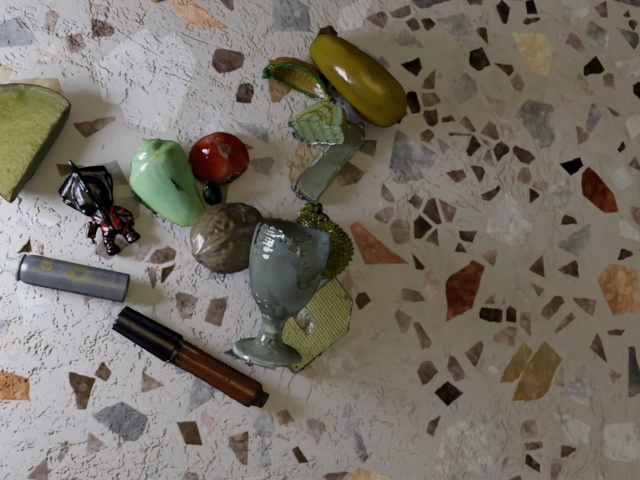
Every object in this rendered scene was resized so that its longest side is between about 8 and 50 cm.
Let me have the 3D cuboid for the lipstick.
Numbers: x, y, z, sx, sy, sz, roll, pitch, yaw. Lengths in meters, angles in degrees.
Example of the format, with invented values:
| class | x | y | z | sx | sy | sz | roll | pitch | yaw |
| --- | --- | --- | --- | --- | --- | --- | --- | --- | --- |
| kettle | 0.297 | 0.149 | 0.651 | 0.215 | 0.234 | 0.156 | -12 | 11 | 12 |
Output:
| class | x | y | z | sx | sy | sz | roll | pitch | yaw |
| --- | --- | --- | --- | --- | --- | --- | --- | --- | --- |
| lipstick | -0.313 | 0.293 | 1.586 | 0.418 | 0.077 | 0.077 | 32 | 74 | -9 |

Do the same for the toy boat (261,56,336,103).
| class | x | y | z | sx | sy | sz | roll | pitch | yaw |
| --- | --- | --- | --- | --- | --- | --- | --- | --- | --- |
| toy boat | -0.052 | -0.434 | 1.767 | 0.230 | 0.089 | 0.088 | 19 | 61 | -22 |

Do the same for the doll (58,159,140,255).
| class | x | y | z | sx | sy | sz | roll | pitch | yaw |
| --- | --- | --- | --- | --- | --- | --- | --- | --- | --- |
| doll | -0.548 | -0.086 | 1.590 | 0.127 | 0.088 | 0.248 | -42 | 103 | -37 |

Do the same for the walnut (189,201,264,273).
| class | x | y | z | sx | sy | sz | roll | pitch | yaw |
| --- | --- | --- | --- | --- | --- | --- | --- | --- | --- |
| walnut | -0.229 | -0.005 | 1.597 | 0.230 | 0.178 | 0.178 | -30 | 89 | -51 |

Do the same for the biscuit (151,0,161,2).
| class | x | y | z | sx | sy | sz | roll | pitch | yaw |
| --- | --- | --- | --- | --- | --- | --- | --- | --- | --- |
| biscuit | -0.388 | -0.731 | 1.764 | 0.236 | 0.040 | 0.144 | -20 | 92 | -15 |

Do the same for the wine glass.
| class | x | y | z | sx | sy | sz | roll | pitch | yaw |
| --- | --- | --- | --- | --- | --- | --- | --- | --- | --- |
| wine glass | -0.094 | 0.115 | 1.535 | 0.191 | 0.190 | 0.357 | 13 | 100 | -12 |

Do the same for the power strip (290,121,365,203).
| class | x | y | z | sx | sy | sz | roll | pitch | yaw |
| --- | --- | --- | --- | --- | --- | --- | --- | --- | --- |
| power strip | 0.027 | -0.219 | 1.775 | 0.080 | 0.048 | 0.286 | 41 | 73 | -7 |

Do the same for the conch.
| class | x | y | z | sx | sy | sz | roll | pitch | yaw |
| --- | --- | --- | --- | --- | --- | --- | --- | --- | --- |
| conch | -0.391 | -0.139 | 1.630 | 0.143 | 0.137 | 0.250 | -26 | 108 | -43 |

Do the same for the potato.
| class | x | y | z | sx | sy | sz | roll | pitch | yaw |
| --- | --- | --- | --- | --- | --- | --- | --- | --- | --- |
| potato | -0.715 | -0.256 | 1.558 | 0.255 | 0.112 | 0.269 | -37 | 94 | -21 |

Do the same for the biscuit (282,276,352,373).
| class | x | y | z | sx | sy | sz | roll | pitch | yaw |
| --- | --- | --- | --- | --- | --- | --- | --- | --- | --- |
| biscuit | -0.019 | 0.218 | 1.690 | 0.250 | 0.046 | 0.147 | -38 | 90 | -16 |

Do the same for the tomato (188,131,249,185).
| class | x | y | z | sx | sy | sz | roll | pitch | yaw |
| --- | --- | --- | --- | --- | --- | --- | --- | --- | --- |
| tomato | -0.261 | -0.218 | 1.678 | 0.159 | 0.091 | 0.139 | -27 | 87 | -15 |

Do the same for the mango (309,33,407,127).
| class | x | y | z | sx | sy | sz | roll | pitch | yaw |
| --- | --- | --- | --- | --- | --- | --- | --- | --- | --- |
| mango | 0.101 | -0.438 | 1.757 | 0.332 | 0.195 | 0.142 | 41 | 97 | -2 |

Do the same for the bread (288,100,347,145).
| class | x | y | z | sx | sy | sz | roll | pitch | yaw |
| --- | --- | --- | --- | --- | --- | --- | --- | --- | --- |
| bread | 0.004 | -0.326 | 1.746 | 0.156 | 0.103 | 0.110 | 9 | 64 | 19 |

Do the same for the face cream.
| class | x | y | z | sx | sy | sz | roll | pitch | yaw |
| --- | --- | --- | --- | --- | --- | --- | --- | --- | --- |
| face cream | -0.603 | 0.087 | 1.546 | 0.284 | 0.073 | 0.073 | 13 | 78 | -12 |

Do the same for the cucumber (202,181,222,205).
| class | x | y | z | sx | sy | sz | roll | pitch | yaw |
| --- | --- | --- | --- | --- | --- | --- | --- | --- | --- |
| cucumber | -0.277 | -0.125 | 1.655 | 0.048 | 0.105 | 0.048 | 1 | 76 | -5 |

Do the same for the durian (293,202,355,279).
| class | x | y | z | sx | sy | sz | roll | pitch | yaw |
| --- | --- | --- | --- | --- | --- | --- | --- | --- | --- |
| durian | -0.009 | 0.011 | 1.682 | 0.159 | 0.146 | 0.198 | -40 | 87 | -1 |
